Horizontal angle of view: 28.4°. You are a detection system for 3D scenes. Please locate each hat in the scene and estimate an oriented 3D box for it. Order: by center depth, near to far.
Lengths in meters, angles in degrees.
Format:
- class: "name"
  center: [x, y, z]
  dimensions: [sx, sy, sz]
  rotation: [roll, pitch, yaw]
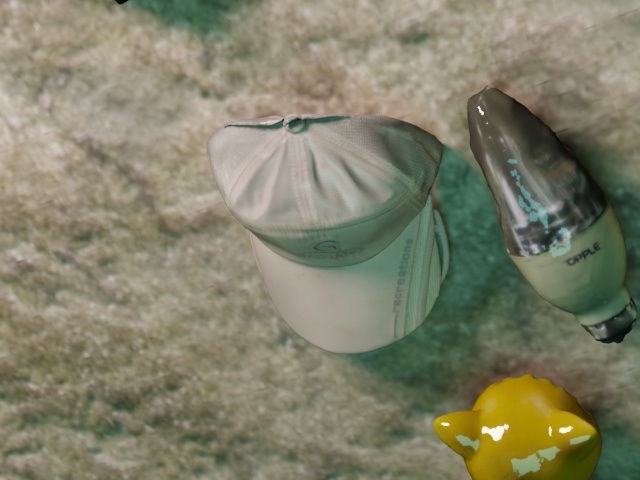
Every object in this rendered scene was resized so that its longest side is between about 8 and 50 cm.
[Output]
- class: "hat"
  center: [0.000, 0.000, 1.120]
  dimensions: [0.219, 0.164, 0.226]
  rotation: [-4, 95, 16]

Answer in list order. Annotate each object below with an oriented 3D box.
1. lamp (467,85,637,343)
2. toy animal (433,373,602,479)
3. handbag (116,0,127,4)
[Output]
- class: "lamp"
  center: [0.197, -0.020, 1.082]
  dimensions: [0.101, 0.101, 0.250]
  rotation: [-26, 107, 24]
- class: "toy animal"
  center: [0.196, 0.242, 1.203]
  dimensions: [0.156, 0.156, 0.229]
  rotation: [-3, 120, 15]
- class: "handbag"
  center: [-0.220, -0.335, 1.021]
  dimensions: [0.223, 0.080, 0.247]
  rotation: [22, 120, 1]
